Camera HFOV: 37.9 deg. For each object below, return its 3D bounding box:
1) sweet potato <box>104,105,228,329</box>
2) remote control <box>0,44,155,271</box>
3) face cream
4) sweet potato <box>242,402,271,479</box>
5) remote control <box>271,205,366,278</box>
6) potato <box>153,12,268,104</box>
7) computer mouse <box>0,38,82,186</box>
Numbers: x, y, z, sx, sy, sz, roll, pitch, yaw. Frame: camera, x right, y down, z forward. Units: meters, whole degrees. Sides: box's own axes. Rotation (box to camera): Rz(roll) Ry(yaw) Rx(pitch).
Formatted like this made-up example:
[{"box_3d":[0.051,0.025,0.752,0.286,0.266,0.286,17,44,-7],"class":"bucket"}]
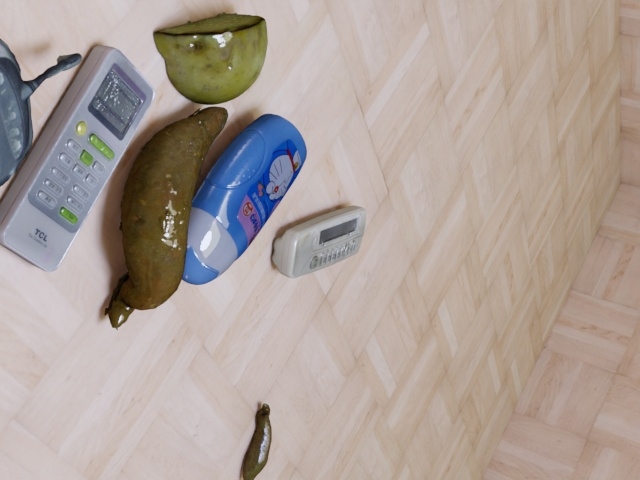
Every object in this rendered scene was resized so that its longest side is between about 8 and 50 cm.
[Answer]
[{"box_3d":[-0.196,-0.034,1.141,0.124,0.098,0.309,37,71,-83],"class":"sweet potato"},{"box_3d":[-0.272,-0.091,1.035,0.250,0.034,0.103,-64,151,-15],"class":"remote control"},{"box_3d":[-0.118,-0.052,1.279,0.264,0.083,0.149,-57,152,-25],"class":"face cream"},{"box_3d":[-0.103,0.348,1.590,0.041,0.038,0.153,-32,136,-82],"class":"sweet potato"},{"box_3d":[0.001,0.000,1.556,0.230,0.049,0.090,-19,122,-55],"class":"remote control"},{"box_3d":[-0.129,-0.214,1.169,0.149,0.081,0.120,-32,131,-50],"class":"potato"},{"box_3d":[-0.352,-0.091,0.844,0.379,0.090,0.167,-51,151,-45],"class":"computer mouse"}]
